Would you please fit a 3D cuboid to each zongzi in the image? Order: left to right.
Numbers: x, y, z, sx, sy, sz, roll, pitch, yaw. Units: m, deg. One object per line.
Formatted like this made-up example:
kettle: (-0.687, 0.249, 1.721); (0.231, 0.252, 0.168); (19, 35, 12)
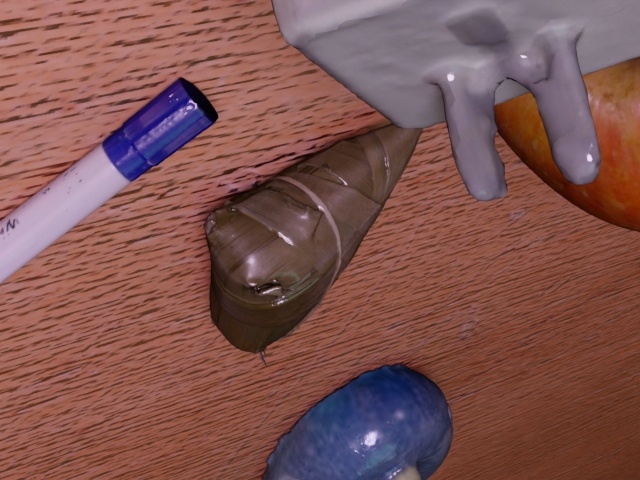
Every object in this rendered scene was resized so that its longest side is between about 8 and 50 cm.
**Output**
zongzi: (0.000, 0.000, 0.924); (0.178, 0.081, 0.189); (-36, 163, -18)

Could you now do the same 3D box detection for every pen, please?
pen: (-0.174, -0.002, 0.751); (0.269, 0.033, 0.033); (-36, 155, 8)

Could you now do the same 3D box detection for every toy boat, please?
toy boat: (0.050, 0.256, 1.384); (0.215, 0.123, 0.330); (-21, 154, -23)

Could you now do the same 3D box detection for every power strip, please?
power strip: (0.060, -0.128, 0.544); (0.139, 0.224, 0.140); (-17, 161, 19)

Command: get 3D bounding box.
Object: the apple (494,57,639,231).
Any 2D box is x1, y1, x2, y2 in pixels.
apple: (0.215, -0.122, 0.755); (0.241, 0.242, 0.242); (-11, 148, -52)
